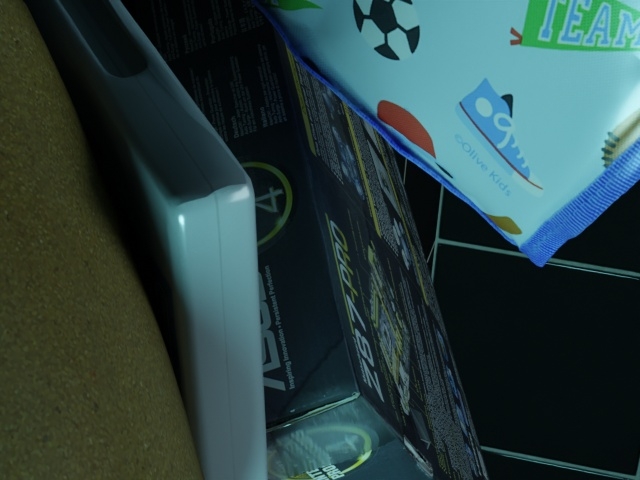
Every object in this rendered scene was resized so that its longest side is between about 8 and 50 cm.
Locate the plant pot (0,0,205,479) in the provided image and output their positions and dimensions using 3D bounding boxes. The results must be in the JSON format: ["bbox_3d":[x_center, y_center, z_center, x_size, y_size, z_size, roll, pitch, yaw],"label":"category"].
[{"bbox_3d":[-0.155,0.045,0.499,0.237,0.237,0.254,12,71,-79],"label":"plant pot"}]

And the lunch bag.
[{"bbox_3d":[0.116,-0.219,0.668,0.385,0.328,0.239,-49,174,29],"label":"lunch bag"}]

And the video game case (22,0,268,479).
[{"bbox_3d":[-0.101,0.019,0.674,0.300,0.036,0.329,53,-26,42],"label":"video game case"}]

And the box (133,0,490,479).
[{"bbox_3d":[0.000,0.000,0.908,0.318,0.097,0.395,56,18,-56],"label":"box"}]
